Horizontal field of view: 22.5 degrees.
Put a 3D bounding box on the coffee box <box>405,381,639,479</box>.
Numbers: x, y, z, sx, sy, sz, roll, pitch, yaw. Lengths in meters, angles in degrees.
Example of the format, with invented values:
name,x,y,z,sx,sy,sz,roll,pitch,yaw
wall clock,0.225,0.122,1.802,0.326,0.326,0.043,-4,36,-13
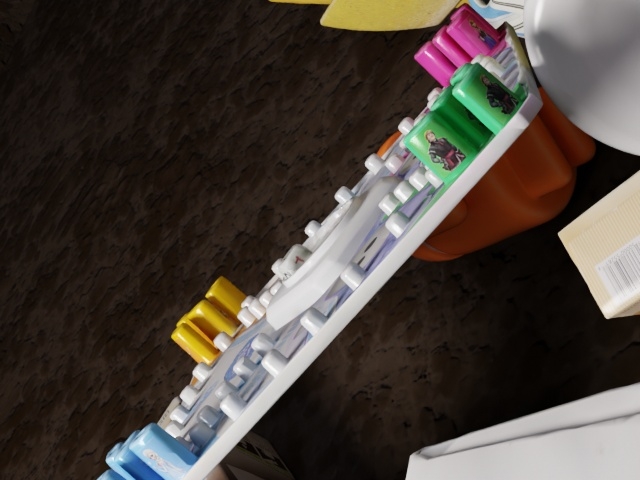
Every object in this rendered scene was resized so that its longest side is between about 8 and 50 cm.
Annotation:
name,x,y,z,sx,sy,sz,roll,pitch,yaw
coffee box,0.232,0.263,0.642,0.338,0.334,0.338,-28,42,52

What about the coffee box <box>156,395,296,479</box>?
name,x,y,z,sx,sy,sz,roll,pitch,yaw
coffee box,-0.088,0.283,1.408,0.168,0.119,0.297,-57,27,5

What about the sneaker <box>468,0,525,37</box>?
name,x,y,z,sx,sy,sz,roll,pitch,yaw
sneaker,0.204,-0.222,1.444,0.085,0.086,0.237,-61,29,-6

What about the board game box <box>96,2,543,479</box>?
name,x,y,z,sx,sy,sz,roll,pitch,yaw
board game box,0.000,0.000,1.163,0.390,0.050,0.390,-48,6,14

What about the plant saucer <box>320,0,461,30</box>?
name,x,y,z,sx,sy,sz,roll,pitch,yaw
plant saucer,0.159,-0.301,1.211,0.333,0.081,0.333,-49,2,-15

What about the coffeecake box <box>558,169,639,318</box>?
name,x,y,z,sx,sy,sz,roll,pitch,yaw
coffeecake box,0.265,-0.018,1.028,0.142,0.185,0.068,-41,66,34

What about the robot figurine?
name,x,y,z,sx,sy,sz,roll,pitch,yaw
robot figurine,0.129,-0.057,1.366,0.219,0.128,0.158,-25,51,47

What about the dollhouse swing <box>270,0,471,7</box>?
name,x,y,z,sx,sy,sz,roll,pitch,yaw
dollhouse swing,0.083,-0.462,1.607,0.315,0.305,0.347,3,57,12

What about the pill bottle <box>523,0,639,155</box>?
name,x,y,z,sx,sy,sz,roll,pitch,yaw
pill bottle,0.256,-0.200,1.138,0.188,0.188,0.334,-44,7,28
